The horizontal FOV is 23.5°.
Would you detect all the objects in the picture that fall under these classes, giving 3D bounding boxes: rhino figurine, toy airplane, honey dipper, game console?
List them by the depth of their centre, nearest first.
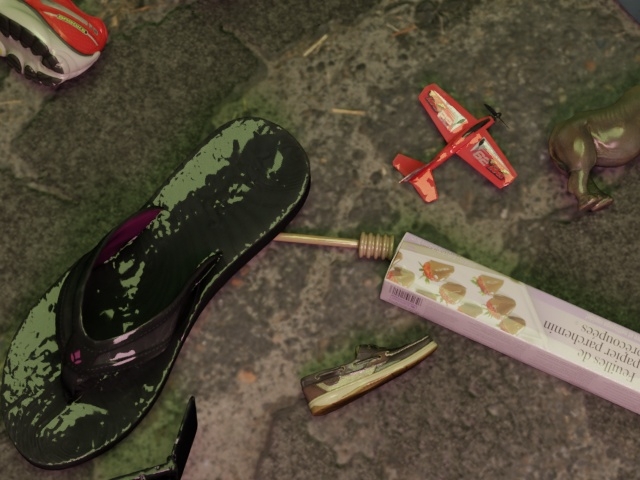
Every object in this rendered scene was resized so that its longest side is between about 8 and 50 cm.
[{"bbox_3d":[-0.167,0.216,1.540,0.107,0.122,0.071,-15,70,-8],"label":"game console"},{"bbox_3d":[0.000,0.000,1.682,0.161,0.030,0.030,6,69,1],"label":"honey dipper"},{"bbox_3d":[0.365,-0.122,1.726,0.243,0.073,0.106,-25,75,-13],"label":"rhino figurine"},{"bbox_3d":[0.147,-0.100,1.728,0.151,0.028,0.151,1,68,-2],"label":"toy airplane"}]

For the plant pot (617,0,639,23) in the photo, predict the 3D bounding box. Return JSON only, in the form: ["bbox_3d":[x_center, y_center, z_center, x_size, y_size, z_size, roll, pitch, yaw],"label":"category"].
[{"bbox_3d":[0.445,-0.309,1.759,0.234,0.165,0.165,33,71,17],"label":"plant pot"}]

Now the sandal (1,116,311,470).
[{"bbox_3d":[-0.185,0.036,1.611,0.168,0.107,0.445,33,75,15],"label":"sandal"}]

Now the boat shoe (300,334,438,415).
[{"bbox_3d":[0.050,0.132,1.620,0.152,0.056,0.049,-26,78,-12],"label":"boat shoe"}]

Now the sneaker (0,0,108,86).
[{"bbox_3d":[-0.357,-0.287,1.751,0.279,0.107,0.118,42,54,9],"label":"sneaker"}]

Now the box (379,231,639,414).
[{"bbox_3d":[0.222,0.090,1.641,0.324,0.067,0.063,24,70,7],"label":"box"}]
